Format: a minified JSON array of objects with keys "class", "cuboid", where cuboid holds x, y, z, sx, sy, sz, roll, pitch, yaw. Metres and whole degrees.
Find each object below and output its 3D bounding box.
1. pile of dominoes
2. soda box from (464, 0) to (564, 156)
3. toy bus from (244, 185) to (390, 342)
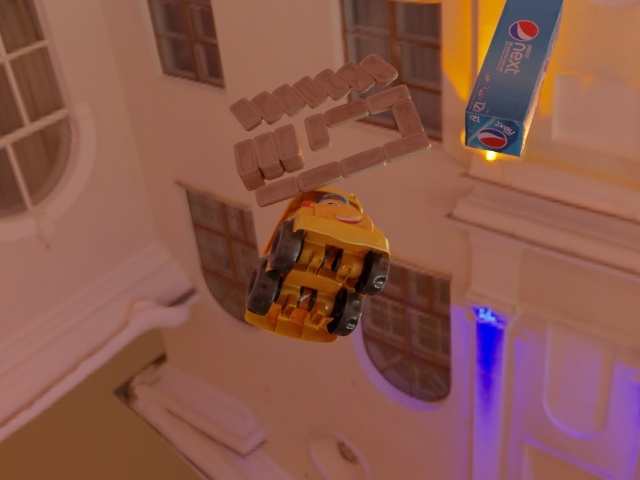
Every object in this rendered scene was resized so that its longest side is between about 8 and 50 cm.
[{"class":"pile of dominoes","cuboid":[0.006,-0.145,1.135,0.251,0.040,0.196,-18,-126,7]},{"class":"soda box","cuboid":[0.239,-0.207,1.036,0.071,0.067,0.210,14,-119,18]},{"class":"toy bus","cuboid":[0.000,0.000,1.137,0.149,0.220,0.211,17,-132,-12]}]
